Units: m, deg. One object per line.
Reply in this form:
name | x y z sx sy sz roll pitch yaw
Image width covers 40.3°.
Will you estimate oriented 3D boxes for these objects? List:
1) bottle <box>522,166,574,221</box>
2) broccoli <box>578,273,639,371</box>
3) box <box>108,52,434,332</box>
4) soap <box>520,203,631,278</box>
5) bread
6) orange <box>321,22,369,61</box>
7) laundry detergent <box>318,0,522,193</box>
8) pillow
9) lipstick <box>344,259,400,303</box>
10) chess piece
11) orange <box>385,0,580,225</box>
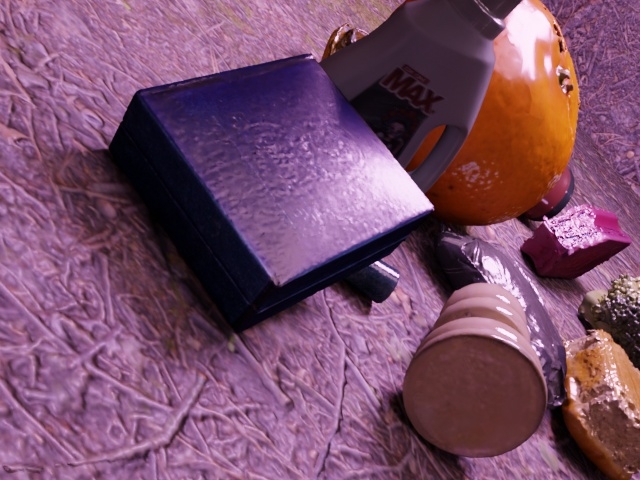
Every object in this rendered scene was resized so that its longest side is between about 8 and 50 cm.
bottle | 0.391 -0.177 1.891 0.336 0.144 0.144 31 30 -25
broccoli | 0.630 0.173 1.669 0.260 0.235 0.288 -86 164 -55
box | -0.050 -0.070 1.002 0.279 0.116 0.261 -25 73 -43
soap | 0.521 0.004 1.811 0.250 0.162 0.099 5 54 -52
bread | 0.449 0.255 1.376 0.174 0.121 0.245 41 29 -14
orange | 0.060 -0.311 1.599 0.160 0.112 0.170 55 48 -10
laundry detergent | 0.121 -0.200 1.198 0.264 0.398 0.125 33 29 -27
pillow | 0.288 0.112 1.367 0.161 0.092 0.335 7 47 -46
lipstick | 0.000 0.000 1.132 0.234 0.053 0.053 35 28 -20
chess piece | 0.206 0.147 1.143 0.167 0.167 0.300 46 18 -2
orange | 0.271 -0.235 1.496 0.424 0.326 0.424 32 53 -56
